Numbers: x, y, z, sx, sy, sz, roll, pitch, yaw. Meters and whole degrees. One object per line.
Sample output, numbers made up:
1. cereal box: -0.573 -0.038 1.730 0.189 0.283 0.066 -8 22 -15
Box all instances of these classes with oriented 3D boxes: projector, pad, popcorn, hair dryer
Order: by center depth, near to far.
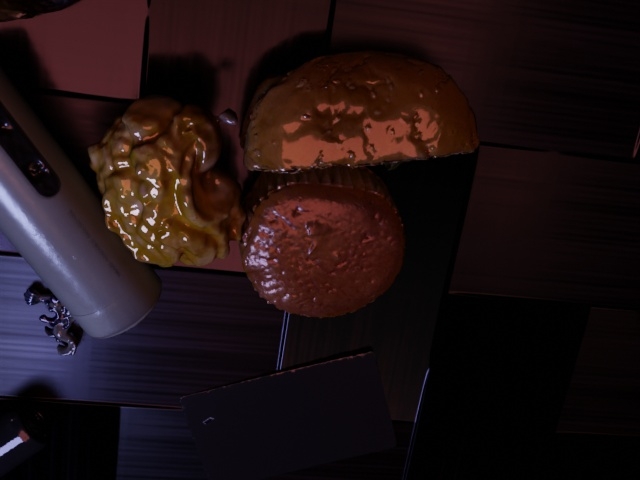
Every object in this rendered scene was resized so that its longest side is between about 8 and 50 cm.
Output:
1. projector: -0.299 -0.045 0.926 0.108 0.108 0.338 -28 121 5
2. popcorn: -0.171 -0.063 0.939 0.163 0.140 0.194 18 139 26
3. hair dryer: -0.454 0.188 1.069 0.128 0.070 0.255 -32 108 6
4. pad: -0.040 0.242 1.169 0.264 0.009 0.160 -14 114 0

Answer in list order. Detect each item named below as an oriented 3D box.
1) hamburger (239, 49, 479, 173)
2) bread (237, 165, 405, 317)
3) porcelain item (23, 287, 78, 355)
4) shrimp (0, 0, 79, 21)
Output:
1. hamburger: 0.043 -0.140 0.955 0.261 0.124 0.131 -3 112 -7
2. bread: 0.000 -0.001 1.019 0.199 0.104 0.199 -3 115 -6
3. porcelain item: -0.322 0.073 1.056 0.075 0.021 0.136 14 110 -8
4. shrimp: -0.290 -0.334 0.860 0.444 0.085 0.272 6 117 -7
